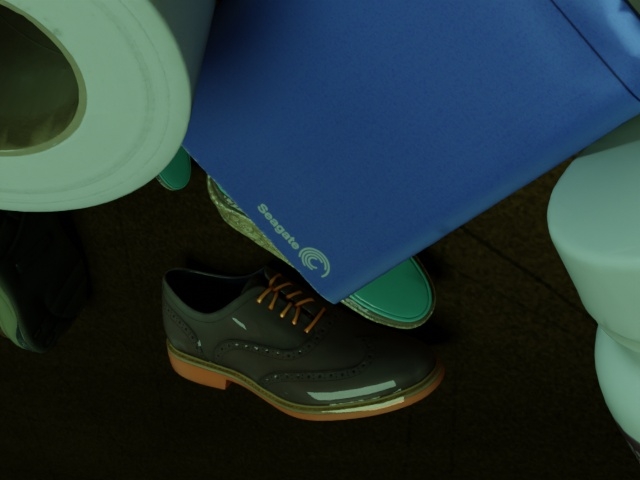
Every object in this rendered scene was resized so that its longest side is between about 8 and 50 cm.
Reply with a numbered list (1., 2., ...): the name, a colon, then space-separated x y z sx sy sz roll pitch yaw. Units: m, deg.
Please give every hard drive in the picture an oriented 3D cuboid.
1. hard drive: 0.039 -0.102 0.648 0.210 0.040 0.319 47 135 -7

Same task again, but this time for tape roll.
1. tape roll: -0.181 -0.154 0.595 0.246 0.169 0.246 5 144 3

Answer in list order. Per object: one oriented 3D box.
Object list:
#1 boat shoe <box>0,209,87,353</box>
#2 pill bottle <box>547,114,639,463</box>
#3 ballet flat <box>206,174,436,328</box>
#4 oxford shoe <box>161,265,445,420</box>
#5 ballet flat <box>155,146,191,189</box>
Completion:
1. boat shoe: -0.310 -0.031 0.934 0.120 0.122 0.324 17 133 22
2. pill bottle: 0.299 0.104 0.601 0.224 0.224 0.392 -14 119 39
3. ballet flat: 0.000 0.000 0.822 0.206 0.073 0.067 38 164 1
4. oxford shoe: -0.027 0.080 0.877 0.271 0.097 0.098 5 123 28
5. ballet flat: -0.137 -0.094 0.837 0.041 0.041 0.114 1 127 31
